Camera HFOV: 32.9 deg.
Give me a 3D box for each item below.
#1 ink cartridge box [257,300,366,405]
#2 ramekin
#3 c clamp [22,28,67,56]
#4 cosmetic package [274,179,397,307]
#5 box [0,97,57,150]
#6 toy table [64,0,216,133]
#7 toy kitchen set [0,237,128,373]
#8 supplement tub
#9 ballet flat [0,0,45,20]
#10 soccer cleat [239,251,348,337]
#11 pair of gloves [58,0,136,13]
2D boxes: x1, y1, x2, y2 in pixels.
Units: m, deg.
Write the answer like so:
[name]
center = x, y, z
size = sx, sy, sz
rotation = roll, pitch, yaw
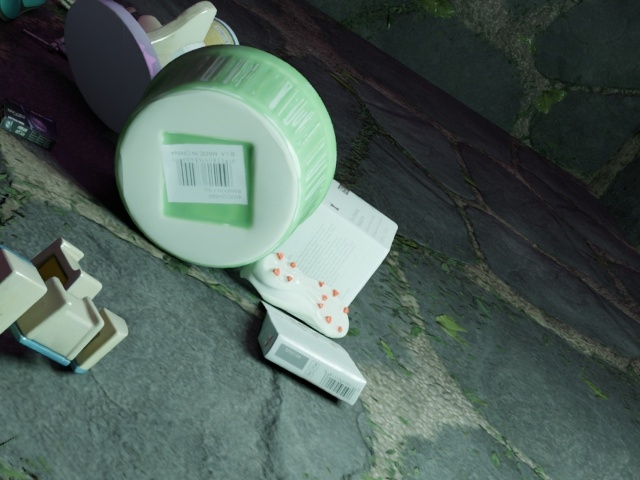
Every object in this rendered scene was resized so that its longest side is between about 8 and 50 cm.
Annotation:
[ink cartridge box]
center = -0.023, 0.154, 1.518
size = 0.145, 0.045, 0.179
rotation = 31, 2, -15
[ramekin]
center = -0.139, -0.109, 1.521
size = 0.303, 0.303, 0.148
rotation = 35, 27, -4
[c clamp]
center = -0.442, -0.351, 1.948
size = 0.137, 0.022, 0.161
rotation = 36, 20, -2
[cosmetic package]
center = 0.000, 0.000, 1.707
size = 0.183, 0.151, 0.151
rotation = 36, 18, -3
[box]
center = -0.423, -0.168, 1.571
size = 0.083, 0.018, 0.067
rotation = 26, 22, -28
[toy table]
center = -0.284, -0.289, 1.785
size = 0.161, 0.252, 0.274
rotation = -10, 64, -44
[toy kitchen set]
center = -0.326, 0.058, 1.137
size = 0.166, 0.122, 0.207
rotation = 51, 4, 36
[supplement tub]
center = -0.254, -0.345, 2.053
size = 0.144, 0.144, 0.199
rotation = 39, 27, 6
[ballet flat]
center = -0.547, -0.428, 1.905
size = 0.068, 0.072, 0.213
rotation = 10, 18, 5
[soccer cleat]
center = -0.034, 0.081, 1.606
size = 0.196, 0.076, 0.068
rotation = 41, 49, -31
[pair of gloves]
center = -0.393, -0.420, 2.161
size = 0.240, 0.042, 0.204
rotation = 36, 23, 3
